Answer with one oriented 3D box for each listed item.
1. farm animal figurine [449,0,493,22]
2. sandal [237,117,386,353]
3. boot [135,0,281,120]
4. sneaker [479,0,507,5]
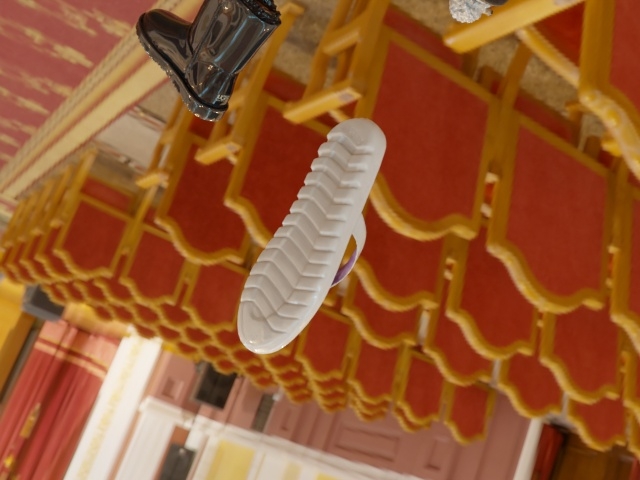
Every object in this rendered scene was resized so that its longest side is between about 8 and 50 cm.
[{"bbox_3d":[0.295,-0.632,1.671,0.172,0.330,0.327,-1,149,-39],"label":"farm animal figurine"},{"bbox_3d":[0.009,0.005,1.421,0.102,0.416,0.169,27,-179,-40],"label":"sandal"},{"bbox_3d":[-0.167,-0.331,1.330,0.094,0.207,0.246,0,-134,-45],"label":"boot"},{"bbox_3d":[0.200,-0.511,1.550,0.296,0.123,0.178,26,-176,-41],"label":"sneaker"}]
